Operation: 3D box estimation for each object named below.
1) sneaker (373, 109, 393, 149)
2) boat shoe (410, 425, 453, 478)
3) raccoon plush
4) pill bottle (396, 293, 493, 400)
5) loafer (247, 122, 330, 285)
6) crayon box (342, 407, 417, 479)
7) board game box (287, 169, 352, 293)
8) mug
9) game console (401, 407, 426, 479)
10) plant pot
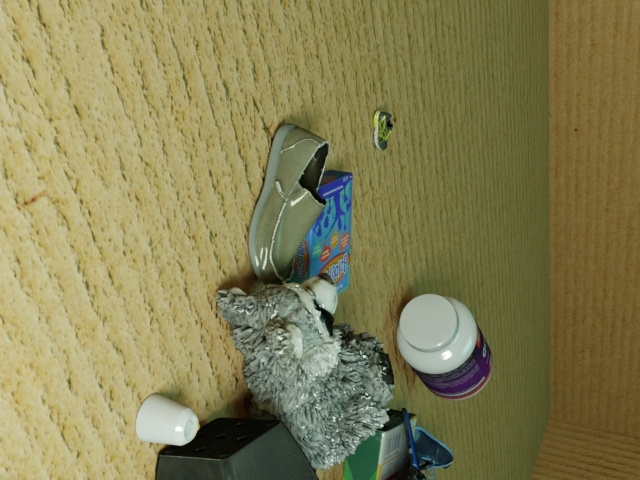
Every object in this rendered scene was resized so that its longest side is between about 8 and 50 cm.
[{"bbox_3d":[0.122,-0.208,1.688,0.031,0.035,0.083,-55,145,-43],"label":"sneaker"},{"bbox_3d":[0.233,0.508,2.122,0.258,0.109,0.089,41,67,-43],"label":"boat shoe"},{"bbox_3d":[-0.057,0.266,1.288,0.299,0.216,0.447,24,76,-57],"label":"raccoon plush"},{"bbox_3d":[0.280,0.238,2.004,0.323,0.181,0.182,53,51,-58],"label":"pill bottle"},{"bbox_3d":[-0.042,-0.051,1.325,0.094,0.087,0.251,13,86,-65],"label":"loafer"},{"bbox_3d":[0.115,0.534,1.867,0.203,0.083,0.323,1,96,-65],"label":"crayon box"},{"bbox_3d":[0.000,0.000,1.482,0.160,0.047,0.210,-31,126,-59],"label":"board game box"},{"bbox_3d":[-0.188,0.230,1.134,0.078,0.064,0.062,-35,128,-58],"label":"mug"},{"bbox_3d":[0.145,0.538,1.803,0.250,0.173,0.293,-32,133,-19],"label":"game console"},{"bbox_3d":[-0.116,0.340,1.188,0.187,0.188,0.167,-22,102,-52],"label":"plant pot"}]
